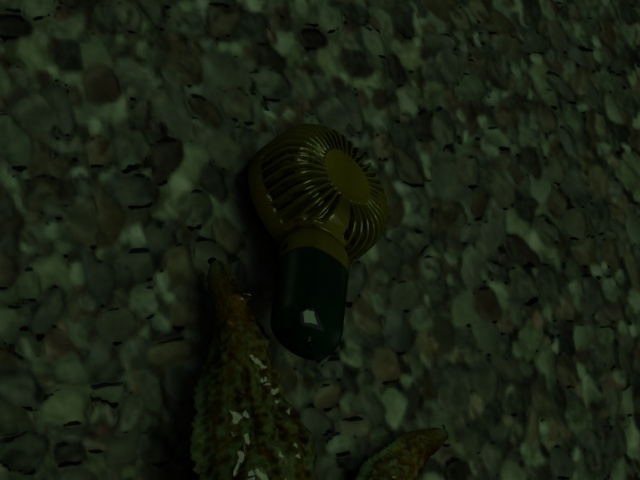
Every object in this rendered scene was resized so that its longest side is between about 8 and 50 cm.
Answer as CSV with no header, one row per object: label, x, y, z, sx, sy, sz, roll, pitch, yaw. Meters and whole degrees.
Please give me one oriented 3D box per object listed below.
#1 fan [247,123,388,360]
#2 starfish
fan,0.000,0.000,0.810,0.082,0.039,0.155,36,38,-27
starfish,-0.004,0.204,0.749,0.358,0.078,0.347,46,49,-17
